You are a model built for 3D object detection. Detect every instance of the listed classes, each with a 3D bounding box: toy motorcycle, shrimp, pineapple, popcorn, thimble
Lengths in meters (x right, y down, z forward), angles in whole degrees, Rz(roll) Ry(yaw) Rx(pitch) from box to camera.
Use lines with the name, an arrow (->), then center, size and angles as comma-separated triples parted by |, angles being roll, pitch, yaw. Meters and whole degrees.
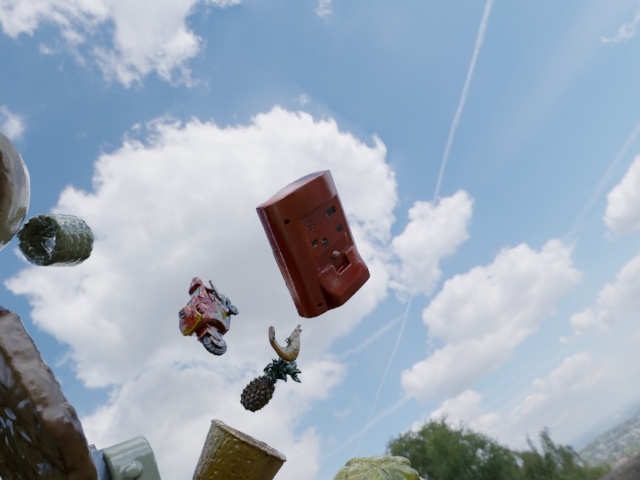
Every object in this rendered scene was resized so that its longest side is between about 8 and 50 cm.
toy motorcycle -> -0.338, 0.219, 1.243 | 0.171, 0.298, 0.089 | 32, -75, -22
shrimp -> -0.074, 0.214, 0.931 | 0.025, 0.091, 0.127 | -41, 6, 25
pineapple -> -0.150, 0.418, 1.195 | 0.221, 0.103, 0.083 | -47, -28, 15
popcorn -> 0.120, 0.521, 0.782 | 0.257, 0.194, 0.254 | 11, -55, 0
thimble -> -0.418, -0.002, 0.657 | 0.062, 0.110, 0.084 | 7, -81, -68

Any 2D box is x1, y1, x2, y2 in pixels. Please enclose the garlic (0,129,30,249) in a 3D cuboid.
garlic -> -0.553, -0.028, 0.553 | 0.339, 0.151, 0.196 | -36, -66, -11

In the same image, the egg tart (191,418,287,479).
egg tart -> -0.192, 0.519, 0.951 | 0.147, 0.203, 0.202 | -63, -28, -27

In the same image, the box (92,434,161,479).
box -> -0.329, 0.539, 0.703 | 0.091, 0.366, 0.373 | -11, -20, -42

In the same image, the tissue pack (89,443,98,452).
tissue pack -> -0.640, 0.586, 1.033 | 0.116, 0.065, 0.155 | -37, -6, 22

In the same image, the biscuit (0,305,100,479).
biscuit -> -0.348, 0.235, 0.491 | 0.046, 0.359, 0.358 | -23, -34, -50

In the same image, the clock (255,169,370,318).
clock -> 0.000, 0.000, 0.502 | 0.113, 0.061, 0.154 | -38, -65, -41
